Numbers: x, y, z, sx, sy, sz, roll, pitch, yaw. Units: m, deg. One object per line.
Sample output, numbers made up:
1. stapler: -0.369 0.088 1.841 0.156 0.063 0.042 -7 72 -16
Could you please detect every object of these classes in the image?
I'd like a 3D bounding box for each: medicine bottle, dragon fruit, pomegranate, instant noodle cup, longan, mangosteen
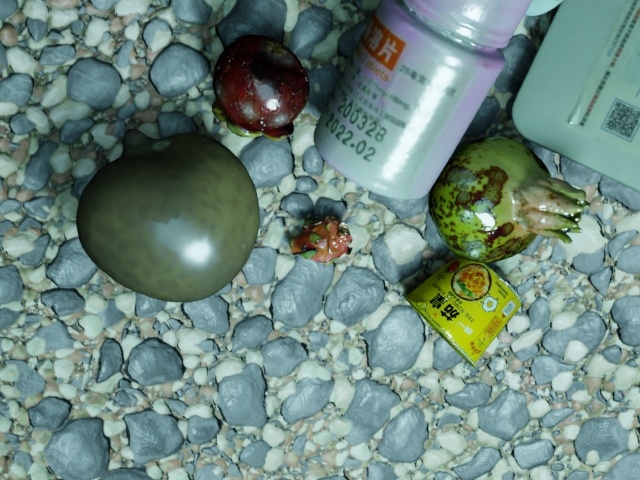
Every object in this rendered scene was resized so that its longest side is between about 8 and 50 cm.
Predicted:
1. medicine bottle: 0.161 -0.272 1.587 0.219 0.219 0.388 23 118 -11
2. dragon fruit: -0.001 0.002 1.768 0.116 0.086 0.081 -20 146 9
3. pomegranate: 0.304 -0.075 1.667 0.204 0.276 0.222 49 64 -8
4. instant noodle cup: 0.258 0.111 1.780 0.144 0.182 0.182 -45 106 0
5. longan: -0.248 -0.042 1.650 0.300 0.243 0.300 2 83 -14
6. mangosteen: -0.102 -0.240 1.650 0.166 0.166 0.180 14 135 -9

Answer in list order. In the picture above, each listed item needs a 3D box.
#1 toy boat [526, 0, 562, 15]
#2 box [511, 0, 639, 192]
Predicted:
1. toy boat: 0.389 -0.455 1.638 0.079 0.134 0.207 25 102 -35
2. box: 0.559 -0.276 1.635 0.397 0.111 0.395 30 105 19
